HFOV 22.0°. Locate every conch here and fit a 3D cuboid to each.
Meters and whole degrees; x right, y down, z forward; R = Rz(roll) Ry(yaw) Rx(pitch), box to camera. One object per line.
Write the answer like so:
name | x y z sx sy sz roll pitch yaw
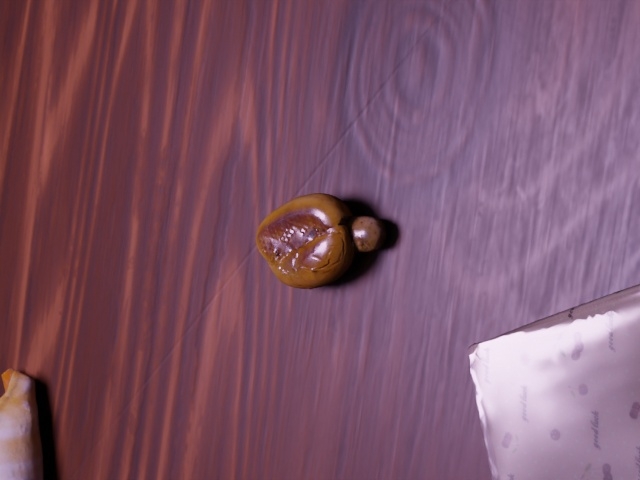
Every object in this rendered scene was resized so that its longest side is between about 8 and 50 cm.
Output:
conch | -0.361 0.284 1.898 0.255 0.127 0.158 -67 16 -9

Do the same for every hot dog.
hot dog | -0.001 -0.002 1.586 0.140 0.060 0.090 -30 73 46

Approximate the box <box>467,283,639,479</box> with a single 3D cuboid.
box | 0.294 0.141 1.213 0.297 0.190 0.225 -22 74 40
